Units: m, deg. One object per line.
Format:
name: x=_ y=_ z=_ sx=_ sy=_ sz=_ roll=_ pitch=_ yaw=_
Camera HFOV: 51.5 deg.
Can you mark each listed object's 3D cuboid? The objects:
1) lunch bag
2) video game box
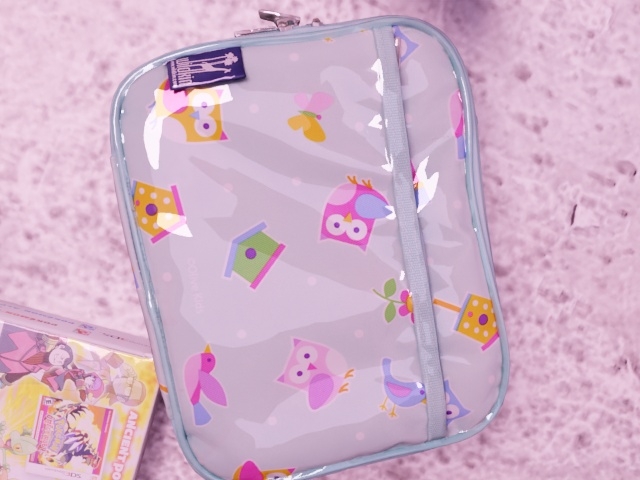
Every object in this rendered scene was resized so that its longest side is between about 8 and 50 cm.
lunch bag: x=0.000 y=0.000 z=0.420 sx=0.224 sy=0.108 sz=0.279 roll=-10 pitch=97 yaw=-3
video game box: x=-0.218 y=0.146 z=0.451 sx=0.187 sy=0.048 sz=0.205 roll=17 pitch=95 yaw=-3
